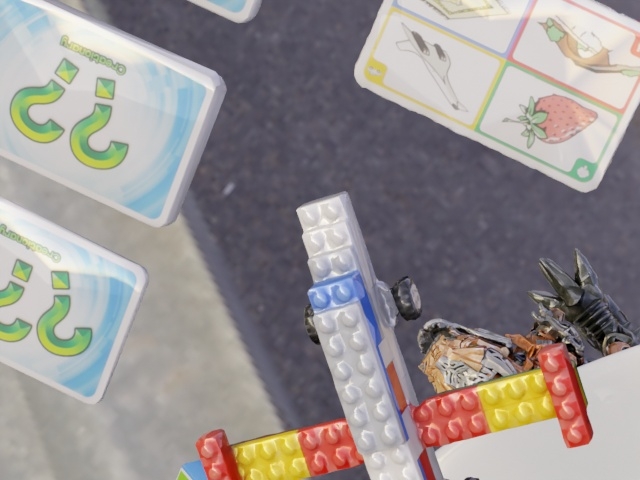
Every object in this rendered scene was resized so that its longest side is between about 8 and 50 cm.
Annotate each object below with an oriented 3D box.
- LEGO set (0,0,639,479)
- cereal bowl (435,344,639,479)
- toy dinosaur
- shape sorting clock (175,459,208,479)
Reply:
[{"bbox_3d":[0.000,0.000,0.465,0.244,0.182,0.060,26,19,7],"label":"LEGO set"},{"bbox_3d":[0.099,0.197,0.473,0.141,0.339,0.339,44,25,-25],"label":"cereal bowl"},{"bbox_3d":[0.199,0.142,1.268,0.322,0.164,0.218,51,6,-26],"label":"toy dinosaur"},{"bbox_3d":[-0.070,0.232,1.077,0.040,0.206,0.206,17,37,-30],"label":"shape sorting clock"}]
